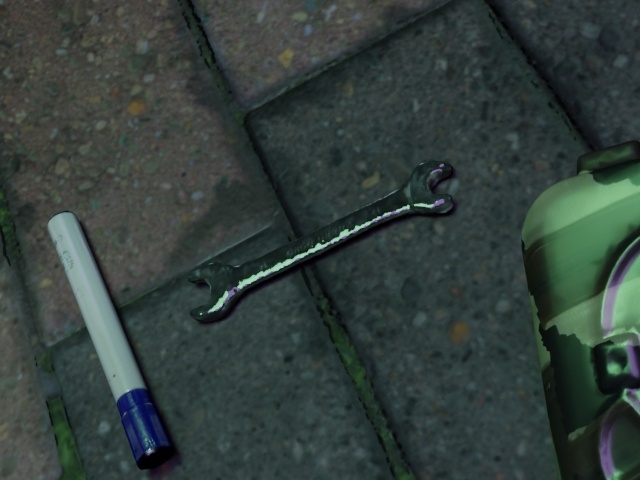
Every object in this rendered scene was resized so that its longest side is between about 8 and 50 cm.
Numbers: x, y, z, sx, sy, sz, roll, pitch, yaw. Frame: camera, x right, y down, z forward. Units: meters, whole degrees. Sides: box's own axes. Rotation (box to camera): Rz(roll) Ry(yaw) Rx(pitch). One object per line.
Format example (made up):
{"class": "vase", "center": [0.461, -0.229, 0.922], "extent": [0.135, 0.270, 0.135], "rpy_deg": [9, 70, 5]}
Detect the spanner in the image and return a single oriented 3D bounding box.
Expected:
{"class": "spanner", "center": [0.000, 0.000, 0.898], "extent": [0.254, 0.015, 0.054], "rpy_deg": [-26, 58, 7]}

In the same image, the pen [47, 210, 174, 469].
{"class": "pen", "center": [-0.187, 0.078, 0.918], "extent": [0.033, 0.033, 0.269], "rpy_deg": [-32, 57, 2]}

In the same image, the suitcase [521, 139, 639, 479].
{"class": "suitcase", "center": [0.306, 0.093, 0.613], "extent": [0.351, 0.194, 0.339], "rpy_deg": [-17, 68, 31]}
